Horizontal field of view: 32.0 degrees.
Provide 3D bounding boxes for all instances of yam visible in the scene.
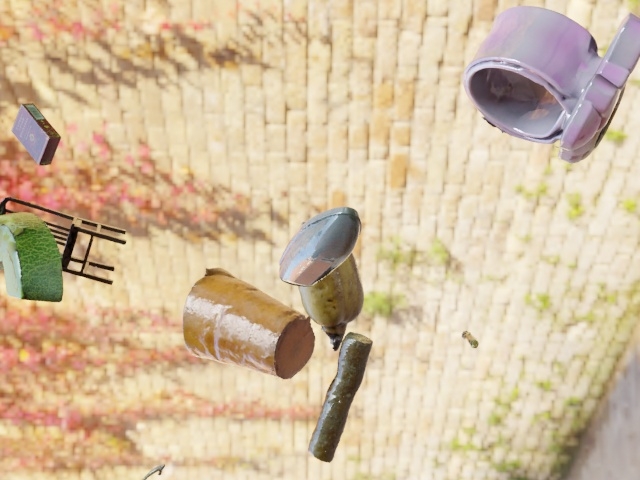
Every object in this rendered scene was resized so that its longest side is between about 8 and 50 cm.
[{"bbox_3d":[0.034,0.290,2.043,0.061,0.061,0.253,-90,18,-75],"label":"yam"}]

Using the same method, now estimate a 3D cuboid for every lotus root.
[{"bbox_3d":[0.021,0.096,2.090,0.118,0.125,0.221,-146,45,-67],"label":"lotus root"}]

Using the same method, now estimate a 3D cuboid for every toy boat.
[{"bbox_3d":[0.000,0.000,1.552,0.260,0.078,0.085,134,147,-67],"label":"toy boat"}]

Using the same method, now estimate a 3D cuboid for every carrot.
[{"bbox_3d":[-0.134,0.174,2.264,0.196,0.254,0.196,-26,-57,-49],"label":"carrot"}]

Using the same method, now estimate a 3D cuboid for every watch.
[{"bbox_3d":[0.315,-0.226,1.574,0.211,0.217,0.248,-59,-14,-17],"label":"watch"}]

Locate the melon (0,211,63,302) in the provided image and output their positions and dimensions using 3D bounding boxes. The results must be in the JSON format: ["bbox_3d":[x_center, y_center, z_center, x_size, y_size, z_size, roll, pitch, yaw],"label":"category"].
[{"bbox_3d":[-0.445,0.020,1.623,0.209,0.064,0.118,12,101,49],"label":"melon"}]

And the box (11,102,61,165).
[{"bbox_3d":[-0.410,-0.153,1.608,0.082,0.023,0.051,46,126,25],"label":"box"}]

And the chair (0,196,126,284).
[{"bbox_3d":[-0.422,-0.003,1.778,0.101,0.212,0.084,-128,56,-75],"label":"chair"}]

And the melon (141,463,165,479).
[{"bbox_3d":[-0.268,0.561,1.840,0.308,0.271,0.272,32,129,51],"label":"melon"}]

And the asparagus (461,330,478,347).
[{"bbox_3d":[0.214,0.141,1.609,0.114,0.014,0.015,-71,7,-87],"label":"asparagus"}]
